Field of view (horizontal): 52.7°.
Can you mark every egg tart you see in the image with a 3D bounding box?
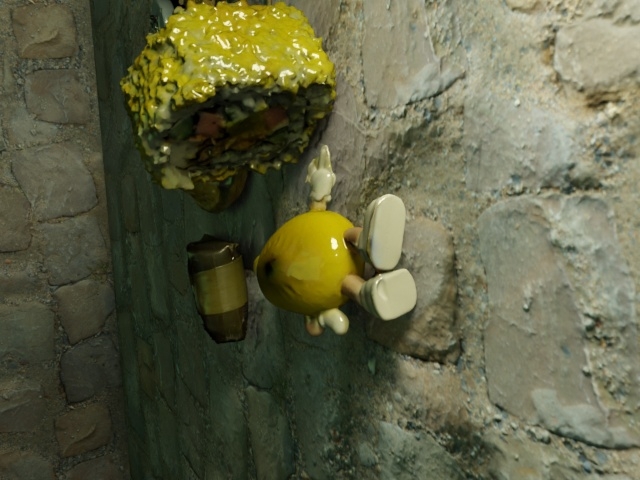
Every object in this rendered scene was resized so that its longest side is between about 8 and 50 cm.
[{"bbox_3d":[-0.348,-0.288,1.777,0.443,0.178,0.443,24,119,56],"label":"egg tart"}]

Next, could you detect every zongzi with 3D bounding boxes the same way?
[{"bbox_3d":[-0.291,0.128,1.846,0.317,0.154,0.289,-147,49,-78],"label":"zongzi"}]

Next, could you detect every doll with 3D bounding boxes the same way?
[{"bbox_3d":[0.016,0.022,1.243,0.423,0.161,0.348,43,119,47],"label":"doll"}]

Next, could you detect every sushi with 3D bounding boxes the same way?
[{"bbox_3d":[-0.186,-0.274,1.286,0.240,0.396,0.351,65,150,23],"label":"sushi"}]

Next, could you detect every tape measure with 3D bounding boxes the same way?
[{"bbox_3d":[-0.465,-0.647,1.984,0.182,0.107,0.181,26,125,59],"label":"tape measure"}]

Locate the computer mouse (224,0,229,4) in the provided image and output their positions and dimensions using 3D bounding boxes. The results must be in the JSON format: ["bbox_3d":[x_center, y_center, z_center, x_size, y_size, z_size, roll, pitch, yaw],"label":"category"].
[{"bbox_3d":[-0.303,-0.747,1.695,0.167,0.090,0.379,-42,62,57],"label":"computer mouse"}]

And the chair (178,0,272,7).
[{"bbox_3d":[-0.195,-0.637,1.404,0.166,0.188,0.272,13,106,15],"label":"chair"}]

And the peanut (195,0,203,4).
[{"bbox_3d":[-0.321,-0.658,1.778,0.054,0.054,0.113,-46,52,54],"label":"peanut"}]
